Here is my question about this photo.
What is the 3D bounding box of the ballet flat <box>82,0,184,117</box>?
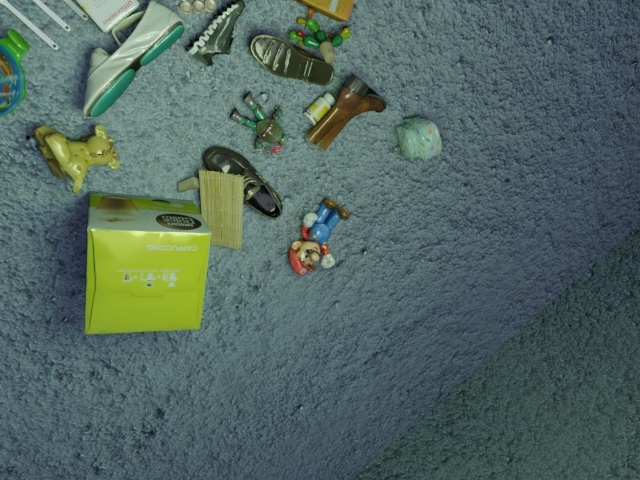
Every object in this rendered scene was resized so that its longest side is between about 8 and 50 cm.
[{"bbox_3d":[-0.573,-0.535,1.302,0.400,0.139,0.139,-48,124,-5],"label":"ballet flat"}]

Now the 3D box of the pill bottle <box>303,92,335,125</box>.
[{"bbox_3d":[-0.002,-0.478,1.626,0.116,0.065,0.065,-45,123,-1],"label":"pill bottle"}]

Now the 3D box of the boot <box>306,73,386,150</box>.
[{"bbox_3d":[0.104,-0.444,1.666,0.281,0.096,0.264,-52,160,18],"label":"boot"}]

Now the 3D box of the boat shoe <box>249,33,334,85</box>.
[{"bbox_3d":[-0.104,-0.600,1.503,0.307,0.104,0.111,15,114,-32],"label":"boat shoe"}]

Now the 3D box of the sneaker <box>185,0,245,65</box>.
[{"bbox_3d":[-0.307,-0.642,1.401,0.234,0.078,0.106,-45,126,3],"label":"sneaker"}]

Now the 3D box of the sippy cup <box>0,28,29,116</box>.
[{"bbox_3d":[-0.895,-0.409,1.129,0.239,0.224,0.306,13,107,-29],"label":"sippy cup"}]

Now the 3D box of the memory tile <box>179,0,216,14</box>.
[{"bbox_3d":[-0.381,-0.763,1.346,0.113,0.012,0.148,-17,119,-18],"label":"memory tile"}]

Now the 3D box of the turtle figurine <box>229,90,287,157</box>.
[{"bbox_3d":[-0.187,-0.395,1.550,0.234,0.118,0.175,36,94,-28],"label":"turtle figurine"}]

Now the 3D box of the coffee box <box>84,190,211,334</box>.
[{"bbox_3d":[-0.562,0.064,1.435,0.337,0.334,0.339,2,111,-27],"label":"coffee box"}]

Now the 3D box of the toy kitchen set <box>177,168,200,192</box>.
[{"bbox_3d":[-0.441,-0.205,1.561,0.083,0.075,0.068,10,68,-62],"label":"toy kitchen set"}]

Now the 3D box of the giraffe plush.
[{"bbox_3d":[-0.705,-0.263,1.332,0.170,0.210,0.182,-38,159,-34],"label":"giraffe plush"}]

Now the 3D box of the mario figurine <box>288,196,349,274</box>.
[{"bbox_3d":[0.000,0.000,1.774,0.198,0.170,0.321,31,89,2],"label":"mario figurine"}]

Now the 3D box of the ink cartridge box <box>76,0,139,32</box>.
[{"bbox_3d":[-0.601,-0.674,1.209,0.128,0.127,0.176,-41,123,-5],"label":"ink cartridge box"}]

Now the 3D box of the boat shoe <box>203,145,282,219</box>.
[{"bbox_3d":[-0.254,-0.200,1.588,0.355,0.130,0.132,38,93,-33],"label":"boat shoe"}]

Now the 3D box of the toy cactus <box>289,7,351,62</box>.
[{"bbox_3d":[0.014,-0.670,1.487,0.218,0.181,0.112,-4,150,-26],"label":"toy cactus"}]

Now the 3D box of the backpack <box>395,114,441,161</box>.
[{"bbox_3d":[0.391,-0.399,1.779,0.144,0.188,0.166,-24,121,-14],"label":"backpack"}]

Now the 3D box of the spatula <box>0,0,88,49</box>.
[{"bbox_3d":[-0.776,-0.651,1.204,0.168,0.019,0.242,-49,125,-5],"label":"spatula"}]

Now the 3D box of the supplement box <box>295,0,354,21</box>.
[{"bbox_3d":[-0.010,-0.800,1.471,0.233,0.078,0.080,8,108,-29],"label":"supplement box"}]

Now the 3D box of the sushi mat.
[{"bbox_3d":[-0.345,-0.103,1.570,0.151,0.019,0.317,12,127,4],"label":"sushi mat"}]
